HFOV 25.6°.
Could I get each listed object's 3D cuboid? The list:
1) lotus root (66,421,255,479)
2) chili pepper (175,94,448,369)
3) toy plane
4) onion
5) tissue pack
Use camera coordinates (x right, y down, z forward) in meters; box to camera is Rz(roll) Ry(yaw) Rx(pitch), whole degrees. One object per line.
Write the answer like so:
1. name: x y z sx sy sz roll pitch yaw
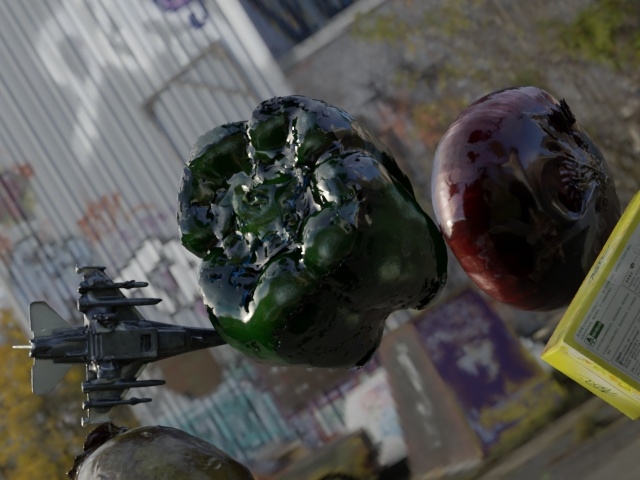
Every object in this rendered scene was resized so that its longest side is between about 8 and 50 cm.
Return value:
1. lotus root: -0.153 0.247 1.311 0.154 0.154 0.278 -29 37 -33
2. chili pepper: 0.000 0.000 1.381 0.233 0.249 0.256 -23 -24 25
3. toy plane: -0.188 0.101 1.393 0.234 0.160 0.082 -2 -2 -8
4. onion: 0.228 -0.040 1.713 0.285 0.273 0.273 -23 3 39
5. tissue pack: 0.262 0.044 1.130 0.176 0.095 0.062 -57 -2 -20
